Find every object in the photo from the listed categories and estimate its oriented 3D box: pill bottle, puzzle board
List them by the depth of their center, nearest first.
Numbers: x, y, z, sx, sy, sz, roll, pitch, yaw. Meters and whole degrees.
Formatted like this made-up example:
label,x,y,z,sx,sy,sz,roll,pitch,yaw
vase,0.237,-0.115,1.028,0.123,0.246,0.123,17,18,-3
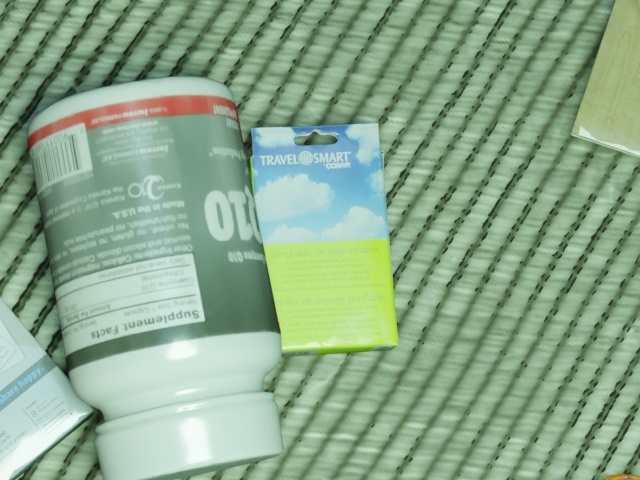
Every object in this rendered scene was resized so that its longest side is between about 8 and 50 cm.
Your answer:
label,x,y,z,sx,sy,sz,roll,pitch,yaw
pill bottle,-0.118,0.034,1.490,0.161,0.161,0.283,-10,82,-10
puzzle board,0.265,-0.127,1.601,0.096,0.011,0.128,19,77,3

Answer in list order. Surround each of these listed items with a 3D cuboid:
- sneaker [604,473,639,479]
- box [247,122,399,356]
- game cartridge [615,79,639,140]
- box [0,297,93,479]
label,x,y,z,sx,sy,sz,roll,pitch,yaw
sneaker,0.188,0.270,1.524,0.083,0.087,0.221,35,82,1
box,0.000,0.000,1.572,0.109,0.042,0.178,-3,80,-9
game cartridge,0.438,-0.098,1.646,0.355,0.068,0.230,29,81,-2
box,-0.286,0.105,1.516,0.145,0.038,0.186,-39,86,-13
